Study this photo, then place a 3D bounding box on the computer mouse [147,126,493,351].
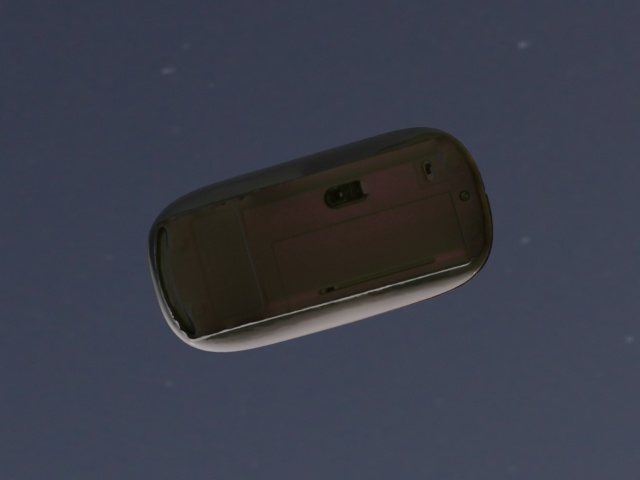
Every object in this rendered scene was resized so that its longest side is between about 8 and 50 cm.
[{"bbox_3d":[0.000,0.000,1.411,0.056,0.245,0.126,4,-111,-84],"label":"computer mouse"}]
